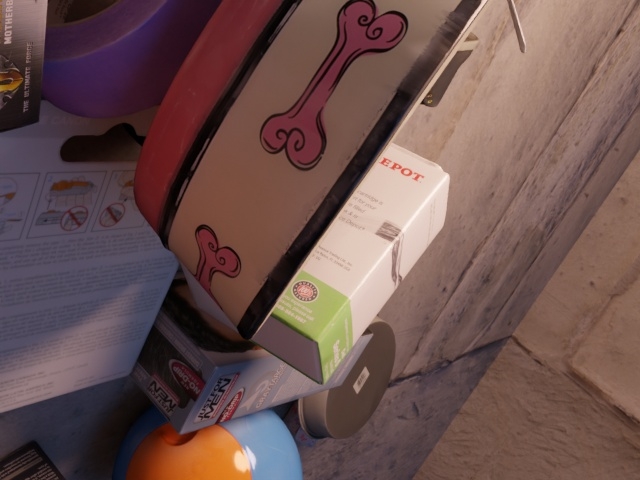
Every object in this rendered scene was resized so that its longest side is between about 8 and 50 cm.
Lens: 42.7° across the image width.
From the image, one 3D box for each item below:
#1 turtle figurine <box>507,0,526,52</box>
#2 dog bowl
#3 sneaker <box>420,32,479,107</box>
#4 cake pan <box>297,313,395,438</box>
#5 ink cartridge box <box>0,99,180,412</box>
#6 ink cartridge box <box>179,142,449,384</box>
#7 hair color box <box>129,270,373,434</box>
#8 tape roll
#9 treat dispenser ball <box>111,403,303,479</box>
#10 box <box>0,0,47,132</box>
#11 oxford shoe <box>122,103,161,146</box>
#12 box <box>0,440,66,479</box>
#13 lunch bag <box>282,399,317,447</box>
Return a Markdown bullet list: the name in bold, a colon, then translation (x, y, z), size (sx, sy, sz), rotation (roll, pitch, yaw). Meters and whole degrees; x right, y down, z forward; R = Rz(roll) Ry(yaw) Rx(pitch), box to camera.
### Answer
- **turtle figurine**: translation (0.088, -0.298, 0.851), size (0.266, 0.197, 0.275), rotation (32, 66, -50)
- **dog bowl**: translation (-0.001, -0.123, 0.707), size (0.408, 0.150, 0.408), rotation (-55, 180, 0)
- **sneaker**: translation (0.143, -0.244, 1.170), size (0.222, 0.083, 0.118), rotation (-16, 138, -50)
- **cake pan**: translation (0.063, 0.273, 1.652), size (0.293, 0.054, 0.293), rotation (-32, 132, -45)
- **ink cartridge box**: translation (-0.278, 0.011, 0.838), size (0.308, 0.091, 0.385), rotation (-9, 132, -52)
- **ink cartridge box**: translation (0.000, 0.000, 0.978), size (0.273, 0.198, 0.115), rotation (-49, 154, -26)
- **hair color box**: translation (-0.105, 0.136, 1.160), size (0.374, 0.185, 0.114), rotation (-2, 127, -57)
- **tape roll**: translation (-0.165, -0.195, 0.632), size (0.189, 0.189, 0.080), rotation (-47, 153, -5)
- **treat dispenser ball**: translation (-0.170, 0.366, 1.244), size (0.288, 0.288, 0.288), rotation (-37, 151, -25)
- **box**: translation (-0.239, -0.209, 0.508), size (0.056, 0.183, 0.231), rotation (-24, 144, -44)
- **oxford shoe**: translation (-0.173, -0.159, 0.811), size (0.076, 0.076, 0.212), rotation (-51, 165, -13)
- **box**: translation (-0.376, 0.385, 1.094), size (0.093, 0.158, 0.156), rotation (-28, 147, -38)
- **lunch bag**: translation (-0.031, 0.380, 1.711), size (0.053, 0.083, 0.071), rotation (3, 123, -59)
